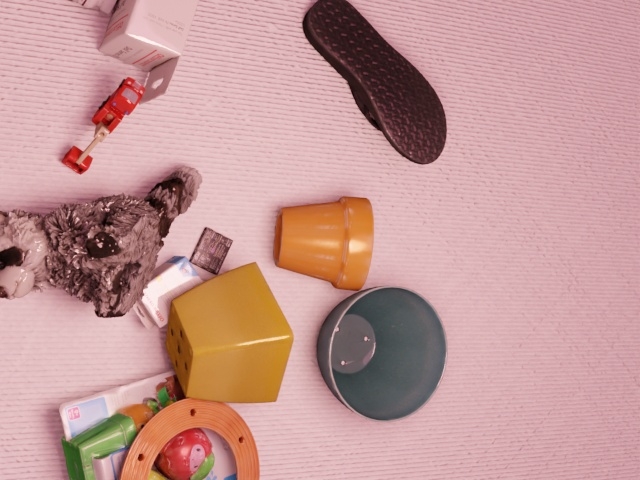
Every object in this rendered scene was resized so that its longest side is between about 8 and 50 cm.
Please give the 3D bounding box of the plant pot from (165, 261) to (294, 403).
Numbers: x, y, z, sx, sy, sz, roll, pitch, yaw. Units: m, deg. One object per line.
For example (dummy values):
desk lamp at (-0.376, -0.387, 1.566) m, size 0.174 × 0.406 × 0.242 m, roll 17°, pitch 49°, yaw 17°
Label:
plant pot at (-0.194, 0.198, 1.709) m, size 0.187 × 0.212 × 0.212 m, roll -9°, pitch 136°, yaw -25°

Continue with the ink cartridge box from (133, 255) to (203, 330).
ink cartridge box at (-0.319, 0.107, 1.757) m, size 0.143 × 0.090 × 0.092 m, roll -36°, pitch 105°, yaw -20°

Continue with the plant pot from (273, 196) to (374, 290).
plant pot at (0.000, 0.000, 1.866) m, size 0.188 × 0.205 × 0.205 m, roll 5°, pitch 88°, yaw -10°

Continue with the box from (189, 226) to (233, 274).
box at (-0.233, 0.023, 1.838) m, size 0.067 × 0.018 × 0.083 m, roll 28°, pitch 79°, yaw -24°

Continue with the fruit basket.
fruit basket at (-0.318, 0.436, 1.723) m, size 0.353 × 0.165 × 0.327 m, roll -12°, pitch 96°, yaw -29°

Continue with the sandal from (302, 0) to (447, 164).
sandal at (0.130, -0.364, 1.978) m, size 0.167 × 0.107 × 0.445 m, roll -40°, pitch 94°, yaw -19°

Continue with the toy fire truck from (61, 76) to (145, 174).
toy fire truck at (-0.422, -0.222, 1.677) m, size 0.047 × 0.192 × 0.135 m, roll 36°, pitch 47°, yaw -23°

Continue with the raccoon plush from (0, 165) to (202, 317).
raccoon plush at (-0.458, -0.021, 1.677) m, size 0.299 × 0.446 × 0.216 m, roll 18°, pitch 119°, yaw 11°

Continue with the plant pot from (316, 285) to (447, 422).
plant pot at (0.105, 0.240, 1.907) m, size 0.290 × 0.195 × 0.290 m, roll 0°, pitch 90°, yaw -27°

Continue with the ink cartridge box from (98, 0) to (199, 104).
ink cartridge box at (-0.325, -0.458, 1.682) m, size 0.119 × 0.207 × 0.353 m, roll 20°, pitch 81°, yaw -27°

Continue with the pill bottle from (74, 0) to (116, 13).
pill bottle at (-0.469, -0.509, 1.680) m, size 0.152 × 0.086 × 0.086 m, roll 26°, pitch 79°, yaw -25°

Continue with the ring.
ring at (-0.254, 0.476, 1.686) m, size 0.337 × 0.032 × 0.336 m, roll 6°, pitch 82°, yaw -44°
